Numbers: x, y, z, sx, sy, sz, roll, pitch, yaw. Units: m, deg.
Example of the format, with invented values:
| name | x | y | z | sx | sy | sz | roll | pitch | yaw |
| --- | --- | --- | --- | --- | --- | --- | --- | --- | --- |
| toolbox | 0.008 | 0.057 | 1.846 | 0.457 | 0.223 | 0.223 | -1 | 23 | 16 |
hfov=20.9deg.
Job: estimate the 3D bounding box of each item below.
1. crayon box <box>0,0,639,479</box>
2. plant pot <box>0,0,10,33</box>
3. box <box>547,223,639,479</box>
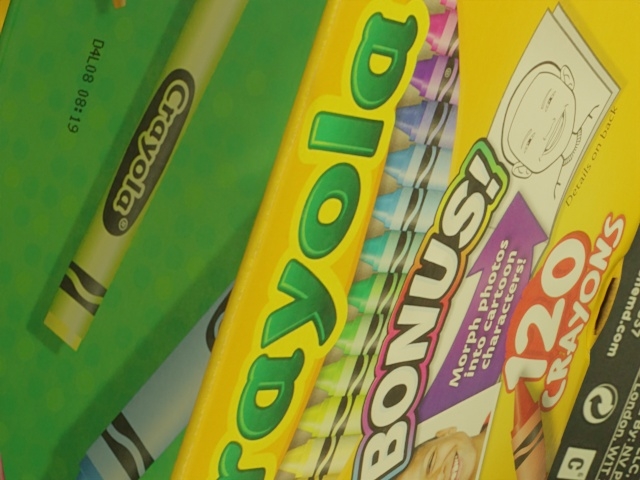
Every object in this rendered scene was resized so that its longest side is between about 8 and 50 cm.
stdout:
| name | x | y | z | sx | sy | sz | roll | pitch | yaw |
| --- | --- | --- | --- | --- | --- | --- | --- | --- | --- |
| crayon box | 0.000 | 0.000 | 0.407 | 0.081 | 0.278 | 0.165 | 25 | 12 | 33 |
| plant pot | -0.215 | -0.175 | 0.730 | 0.239 | 0.254 | 0.254 | 38 | 14 | 11 |
| box | 0.093 | 0.023 | 0.732 | 0.312 | 0.179 | 0.343 | 12 | 13 | -38 |
